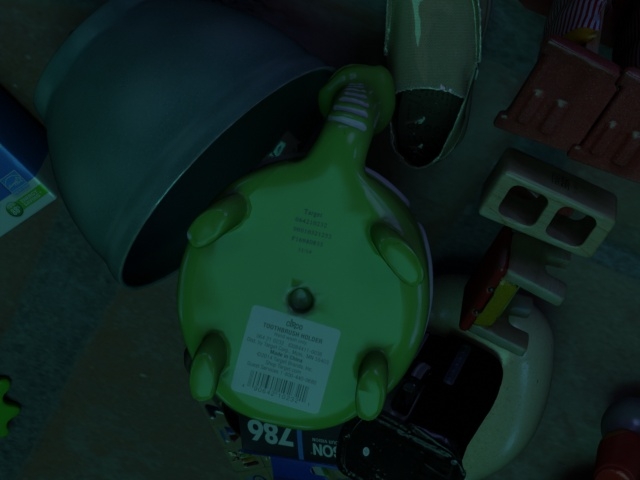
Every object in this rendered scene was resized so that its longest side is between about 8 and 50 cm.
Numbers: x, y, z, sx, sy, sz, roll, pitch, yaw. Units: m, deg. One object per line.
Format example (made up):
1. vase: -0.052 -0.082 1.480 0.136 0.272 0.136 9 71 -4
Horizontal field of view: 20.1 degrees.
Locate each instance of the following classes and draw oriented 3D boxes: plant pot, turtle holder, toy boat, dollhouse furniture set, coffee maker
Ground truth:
1. plant pot: -0.153 -0.122 1.758 0.196 0.293 0.293 44 126 12
2. turtle holder: -0.017 0.010 1.730 0.243 0.227 0.320 -13 99 10
3. toy boat: 0.216 0.176 1.980 0.318 0.148 0.267 24 123 6
4. dollhouse furniture set: 0.216 -0.094 1.743 0.152 0.201 0.374 23 133 -7
5. coffee maker: 0.119 0.192 1.827 0.171 0.178 0.120 46 124 -5

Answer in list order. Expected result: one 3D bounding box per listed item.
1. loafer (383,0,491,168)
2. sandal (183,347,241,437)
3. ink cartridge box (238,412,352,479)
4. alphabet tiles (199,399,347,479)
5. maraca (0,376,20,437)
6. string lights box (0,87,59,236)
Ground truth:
1. loafer: 0.112 -0.180 1.755 0.102 0.092 0.268 3 126 8
2. sandal: -0.072 0.195 2.077 0.090 0.060 0.219 -33 114 30
3. ink cartridge box: -0.011 0.140 1.952 0.165 0.065 0.332 4 112 29
4. alphabet tiles: -0.039 0.197 2.116 0.198 0.009 0.237 -13 122 19
5. maraca: -0.453 0.214 2.155 0.186 0.099 0.127 -19 127 -8
6. string lights box: -0.400 -0.123 1.904 0.133 0.077 0.259 -32 115 30
